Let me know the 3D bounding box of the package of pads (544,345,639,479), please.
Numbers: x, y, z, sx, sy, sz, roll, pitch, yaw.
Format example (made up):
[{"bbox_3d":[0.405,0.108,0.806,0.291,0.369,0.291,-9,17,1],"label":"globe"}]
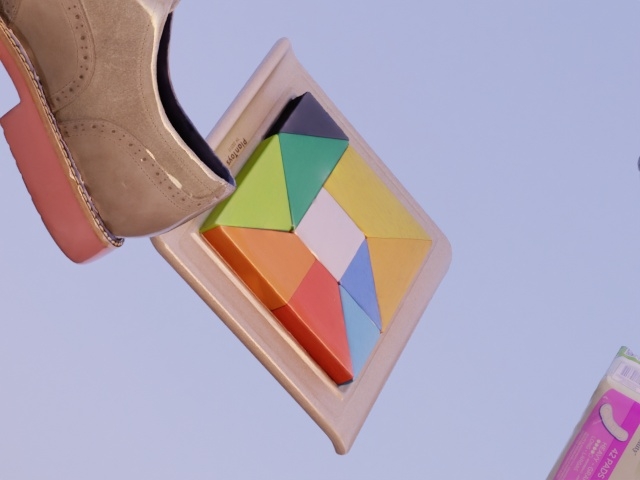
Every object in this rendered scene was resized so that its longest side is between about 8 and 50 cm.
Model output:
[{"bbox_3d":[0.334,0.289,1.826,0.229,0.101,0.296,29,-65,11],"label":"package of pads"}]

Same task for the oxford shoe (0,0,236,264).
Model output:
[{"bbox_3d":[-0.153,-0.165,1.104,0.123,0.130,0.348,-80,151,-72],"label":"oxford shoe"}]

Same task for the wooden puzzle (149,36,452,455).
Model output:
[{"bbox_3d":[0.000,0.000,1.301,0.044,0.221,0.238,-17,-60,41],"label":"wooden puzzle"}]

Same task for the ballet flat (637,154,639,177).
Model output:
[{"bbox_3d":[0.313,-0.046,1.618,0.058,0.173,0.049,0,-60,13],"label":"ballet flat"}]
